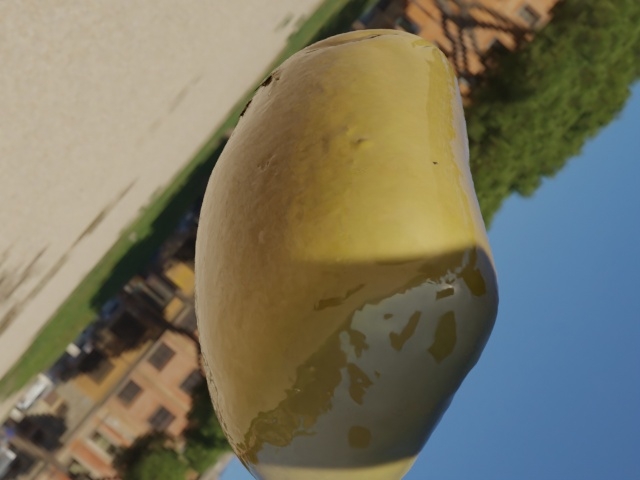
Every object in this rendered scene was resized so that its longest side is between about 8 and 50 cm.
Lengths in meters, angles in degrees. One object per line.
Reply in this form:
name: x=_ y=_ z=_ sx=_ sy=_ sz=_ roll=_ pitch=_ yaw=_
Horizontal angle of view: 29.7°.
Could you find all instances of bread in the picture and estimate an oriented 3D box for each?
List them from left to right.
bread: x=0.000 y=0.000 z=0.496 sx=0.217 sy=0.098 sz=0.147 roll=-92 pitch=-157 yaw=-58
